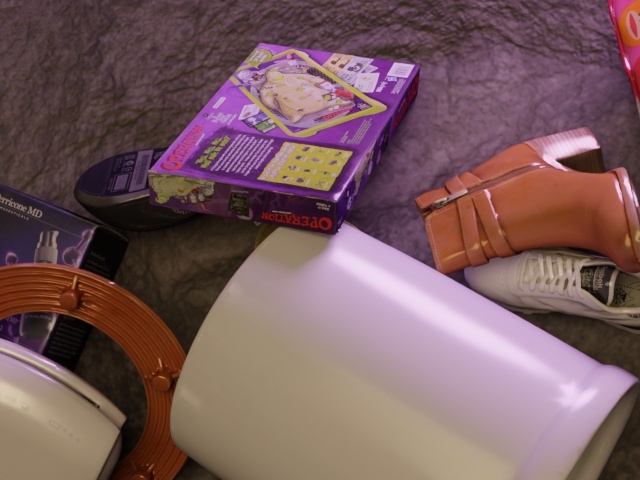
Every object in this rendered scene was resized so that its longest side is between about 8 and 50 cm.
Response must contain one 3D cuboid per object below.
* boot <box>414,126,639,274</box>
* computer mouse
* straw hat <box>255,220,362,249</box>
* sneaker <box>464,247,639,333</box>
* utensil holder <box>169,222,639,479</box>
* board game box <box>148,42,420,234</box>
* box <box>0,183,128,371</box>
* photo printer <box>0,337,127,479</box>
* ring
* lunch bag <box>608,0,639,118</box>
[{"bbox_3d":[0.225,-0.018,1.564,0.220,0.109,0.283,-21,36,1],"label":"boot"},{"bbox_3d":[-0.157,-0.058,1.719,0.272,0.072,0.188,-7,33,11],"label":"computer mouse"},{"bbox_3d":[0.000,0.000,1.695,0.144,0.144,0.061,2,41,13],"label":"straw hat"},{"bbox_3d":[0.273,0.042,1.612,0.235,0.095,0.090,9,83,16],"label":"sneaker"},{"bbox_3d":[0.083,0.191,1.511,0.385,0.327,0.327,29,87,19],"label":"utensil holder"},{"bbox_3d":[-0.030,-0.123,1.612,0.208,0.347,0.056,13,124,13],"label":"board game box"},{"bbox_3d":[-0.350,0.056,1.743,0.153,0.108,0.207,20,85,16],"label":"box"},{"bbox_3d":[-0.370,0.252,1.617,0.256,0.107,0.307,27,116,-4],"label":"photo printer"},{"bbox_3d":[-0.304,0.181,1.650,0.336,0.032,0.336,4,116,8],"label":"ring"},{"bbox_3d":[0.463,-0.203,1.556,0.258,0.120,0.293,-23,56,23],"label":"lunch bag"}]
